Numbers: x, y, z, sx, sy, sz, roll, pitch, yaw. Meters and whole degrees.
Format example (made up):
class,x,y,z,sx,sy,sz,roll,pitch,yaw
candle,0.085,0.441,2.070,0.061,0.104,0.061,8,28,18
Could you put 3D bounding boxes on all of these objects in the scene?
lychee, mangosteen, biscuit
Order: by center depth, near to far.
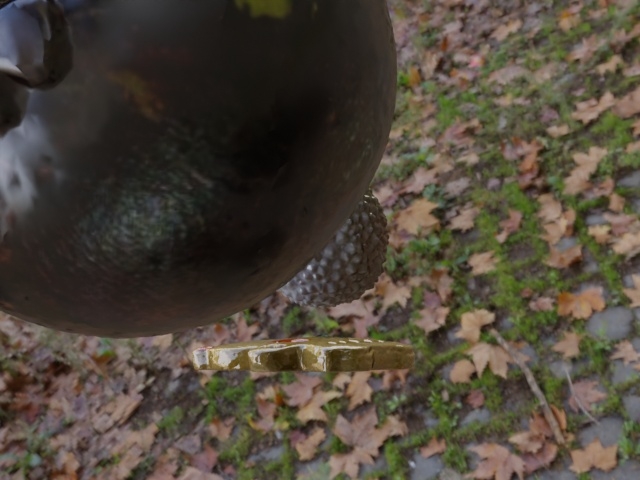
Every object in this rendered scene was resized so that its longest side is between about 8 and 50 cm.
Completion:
class,x,y,z,sx,sy,sz,roll,pitch,yaw
mangosteen,-0.093,-0.083,0.422,0.288,0.288,0.288,-19,35,14
biscuit,-0.022,0.112,0.774,0.225,0.166,0.036,-8,81,44
lychee,0.000,0.000,0.906,0.165,0.197,0.165,7,53,-9
